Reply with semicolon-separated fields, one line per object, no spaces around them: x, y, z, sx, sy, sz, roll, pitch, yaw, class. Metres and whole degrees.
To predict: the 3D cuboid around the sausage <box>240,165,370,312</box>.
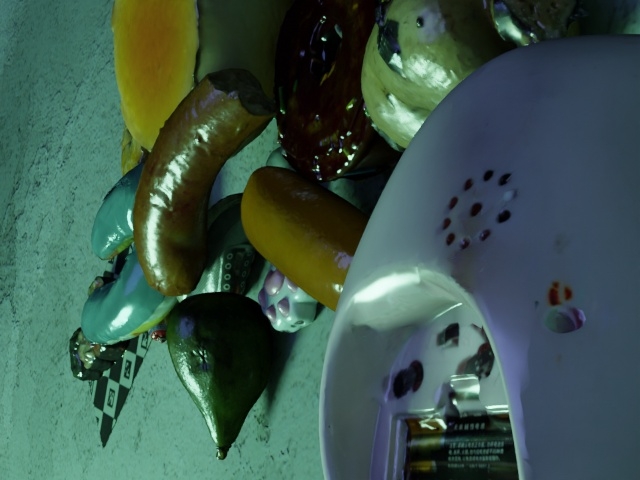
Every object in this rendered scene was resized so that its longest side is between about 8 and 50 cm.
0.000;0.000;1.353;0.238;0.098;0.098;38;115;51;sausage

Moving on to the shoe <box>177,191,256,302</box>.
-0.100;0.028;1.592;0.194;0.074;0.077;-58;47;42;shoe

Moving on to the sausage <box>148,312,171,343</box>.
-0.206;0.075;1.812;0.034;0.034;0.129;-52;38;44;sausage

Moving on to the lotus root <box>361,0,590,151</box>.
0.111;-0.151;1.132;0.257;0.154;0.140;143;124;-59;lotus root

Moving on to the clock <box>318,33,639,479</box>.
0.150;0.057;0.883;0.368;0.250;0.377;-16;68;61;clock

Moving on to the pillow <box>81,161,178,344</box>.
-0.229;0.010;1.785;0.214;0.086;0.233;-25;55;41;pillow

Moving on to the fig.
-0.098;0.140;1.516;0.117;0.117;0.178;-16;84;61;fig

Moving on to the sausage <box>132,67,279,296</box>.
-0.132;-0.060;1.473;0.302;0.102;0.076;-62;-2;41;sausage

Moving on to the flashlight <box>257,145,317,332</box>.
-0.034;-0.006;1.487;0.093;0.047;0.200;-31;56;54;flashlight

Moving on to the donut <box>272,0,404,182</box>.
0.037;-0.165;1.351;0.235;0.089;0.235;-29;57;58;donut

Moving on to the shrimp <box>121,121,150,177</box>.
-0.236;-0.208;1.932;0.164;0.062;0.317;168;106;-65;shrimp

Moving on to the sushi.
-0.305;0.126;1.975;0.220;0.047;0.231;-64;32;31;sushi

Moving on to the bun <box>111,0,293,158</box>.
-0.115;-0.226;1.584;0.299;0.164;0.299;-1;89;62;bun
